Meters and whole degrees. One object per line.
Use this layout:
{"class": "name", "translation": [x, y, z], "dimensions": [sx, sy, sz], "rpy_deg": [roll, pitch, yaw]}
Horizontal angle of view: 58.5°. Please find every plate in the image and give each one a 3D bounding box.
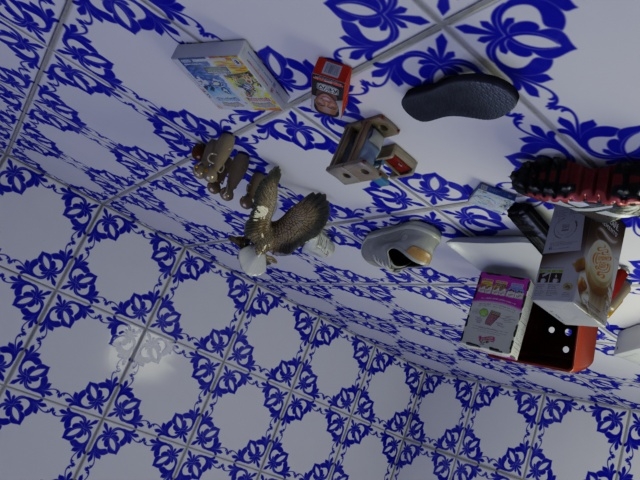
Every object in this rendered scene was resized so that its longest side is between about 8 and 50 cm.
{"class": "plate", "translation": [0.543, 0.050, 1.626], "dimensions": [0.277, 0.045, 0.278], "rpy_deg": [32, 160, -35]}

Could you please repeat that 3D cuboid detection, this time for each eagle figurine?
{"class": "eagle figurine", "translation": [-0.147, -0.053, 1.737], "dimensions": [0.225, 0.298, 0.226], "rpy_deg": [56, -149, 12]}

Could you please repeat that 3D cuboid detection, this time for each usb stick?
{"class": "usb stick", "translation": [0.560, 0.014, 1.393], "dimensions": [0.278, 0.045, 0.077], "rpy_deg": [43, 165, -16]}

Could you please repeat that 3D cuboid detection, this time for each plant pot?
{"class": "plant pot", "translation": [0.710, 0.264, 1.749], "dimensions": [0.236, 0.267, 0.267], "rpy_deg": [21, 167, -39]}

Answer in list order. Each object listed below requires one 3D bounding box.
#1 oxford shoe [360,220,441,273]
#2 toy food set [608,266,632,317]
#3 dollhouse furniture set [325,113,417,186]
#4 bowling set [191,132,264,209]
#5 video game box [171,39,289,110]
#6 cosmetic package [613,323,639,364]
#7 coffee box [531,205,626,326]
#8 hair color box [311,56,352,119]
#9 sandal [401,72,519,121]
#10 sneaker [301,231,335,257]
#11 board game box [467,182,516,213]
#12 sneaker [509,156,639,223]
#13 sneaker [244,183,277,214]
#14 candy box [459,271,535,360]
{"class": "oxford shoe", "translation": [0.235, 0.045, 1.850], "dimensions": [0.169, 0.130, 0.449], "rpy_deg": [24, 164, -13]}
{"class": "toy food set", "translation": [0.734, 0.095, 1.500], "dimensions": [0.232, 0.104, 0.111], "rpy_deg": [46, 170, -9]}
{"class": "dollhouse furniture set", "translation": [0.138, -0.172, 1.299], "dimensions": [0.184, 0.129, 0.129], "rpy_deg": [34, 159, -31]}
{"class": "bowling set", "translation": [-0.314, -0.201, 1.720], "dimensions": [0.200, 0.154, 0.287], "rpy_deg": [12, 160, 28]}
{"class": "video game box", "translation": [-0.200, -0.363, 1.277], "dimensions": [0.205, 0.048, 0.187], "rpy_deg": [10, 162, 34]}
{"class": "cosmetic package", "translation": [1.108, 0.329, 1.701], "dimensions": [0.285, 0.097, 0.377], "rpy_deg": [18, 162, 6]}
{"class": "coffee box", "translation": [0.565, 0.047, 1.245], "dimensions": [0.141, 0.246, 0.098], "rpy_deg": [31, 159, -30]}
{"class": "hair color box", "translation": [0.020, -0.309, 1.174], "dimensions": [0.072, 0.043, 0.141], "rpy_deg": [19, 164, 5]}
{"class": "sandal", "translation": [0.245, -0.268, 1.034], "dimensions": [0.097, 0.054, 0.255], "rpy_deg": [42, 164, -32]}
{"class": "sneaker", "translation": [0.000, 0.000, 2.064], "dimensions": [0.123, 0.105, 0.290], "rpy_deg": [15, 172, 0]}
{"class": "board game box", "translation": [0.411, -0.100, 1.373], "dimensions": [0.090, 0.020, 0.090], "rpy_deg": [21, 162, 3]}
{"class": "sneaker", "translation": [0.519, -0.095, 1.126], "dimensions": [0.276, 0.097, 0.135], "rpy_deg": [8, 156, 34]}
{"class": "sneaker", "translation": [-0.224, -0.143, 1.935], "dimensions": [0.094, 0.080, 0.212], "rpy_deg": [28, 167, 21]}
{"class": "candy box", "translation": [0.528, 0.220, 1.694], "dimensions": [0.159, 0.233, 0.071], "rpy_deg": [9, 161, 42]}
